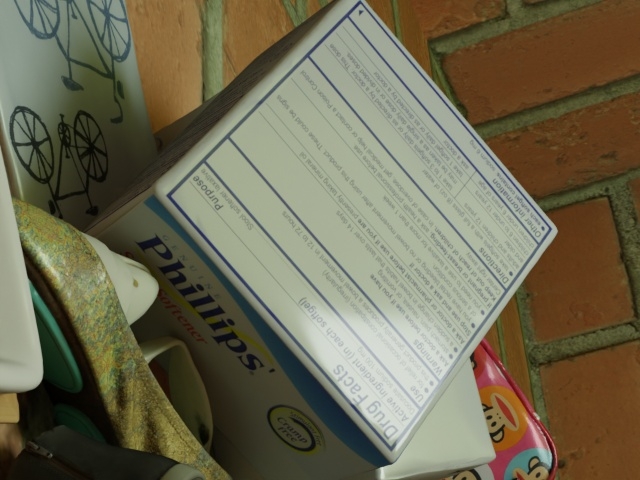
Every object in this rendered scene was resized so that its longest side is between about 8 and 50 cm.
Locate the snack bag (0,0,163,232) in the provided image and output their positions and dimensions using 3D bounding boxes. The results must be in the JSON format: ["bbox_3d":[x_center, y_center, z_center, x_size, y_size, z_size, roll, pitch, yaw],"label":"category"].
[{"bbox_3d":[-0.203,-0.099,1.315,0.323,0.037,0.343,-6,82,-75],"label":"snack bag"}]

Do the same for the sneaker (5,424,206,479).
[{"bbox_3d":[-0.174,0.216,1.004,0.222,0.118,0.083,-52,148,-39],"label":"sneaker"}]

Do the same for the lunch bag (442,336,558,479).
[{"bbox_3d":[0.068,0.186,1.617,0.293,0.258,0.120,56,-3,13],"label":"lunch bag"}]

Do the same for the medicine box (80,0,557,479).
[{"bbox_3d":[0.000,0.000,1.250,0.263,0.149,0.289,49,52,-10],"label":"medicine box"}]

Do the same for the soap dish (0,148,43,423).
[{"bbox_3d":[-0.262,-0.014,0.806,0.291,0.118,0.229,23,52,-72],"label":"soap dish"}]

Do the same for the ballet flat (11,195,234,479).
[{"bbox_3d":[-0.148,0.082,1.123,0.123,0.123,0.349,-85,157,-57],"label":"ballet flat"}]

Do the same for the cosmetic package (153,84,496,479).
[{"bbox_3d":[-0.006,0.049,1.467,0.156,0.217,0.385,1,69,-42],"label":"cosmetic package"}]
